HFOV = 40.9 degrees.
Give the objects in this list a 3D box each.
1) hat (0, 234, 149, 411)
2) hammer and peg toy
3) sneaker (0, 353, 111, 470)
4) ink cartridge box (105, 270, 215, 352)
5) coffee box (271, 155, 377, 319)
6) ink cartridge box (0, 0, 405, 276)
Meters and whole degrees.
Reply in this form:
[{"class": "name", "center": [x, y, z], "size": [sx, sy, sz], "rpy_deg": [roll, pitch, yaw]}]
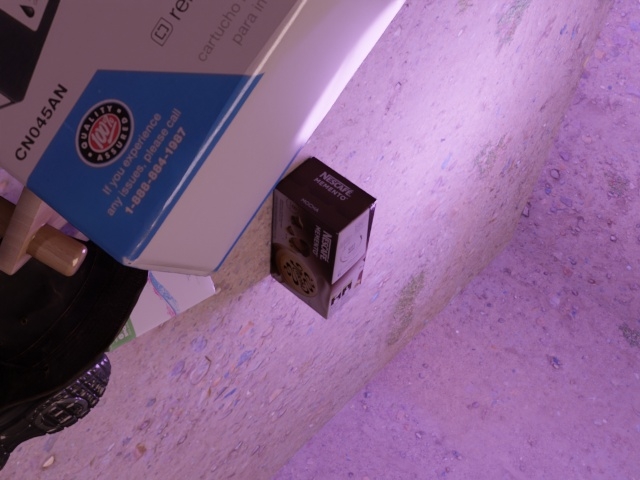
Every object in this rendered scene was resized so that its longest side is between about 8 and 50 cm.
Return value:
[{"class": "hat", "center": [-0.357, 0.057, 1.074], "size": [0.331, 0.331, 0.134], "rpy_deg": [-49, 117, -10]}, {"class": "hammer and peg toy", "center": [-0.227, -0.133, 0.955], "size": [0.266, 0.127, 0.361], "rpy_deg": [-57, -175, 29]}, {"class": "sneaker", "center": [-0.436, 0.229, 1.211], "size": [0.286, 0.130, 0.109], "rpy_deg": [-31, 151, -18]}, {"class": "ink cartridge box", "center": [-0.287, 0.085, 1.273], "size": [0.212, 0.154, 0.093], "rpy_deg": [-32, 106, -46]}, {"class": "coffee box", "center": [0.000, 0.000, 1.728], "size": [0.119, 0.168, 0.297], "rpy_deg": [-40, 156, -30]}, {"class": "ink cartridge box", "center": [-0.177, -0.201, 0.647], "size": [0.285, 0.395, 0.166], "rpy_deg": [-55, 165, 5]}]
